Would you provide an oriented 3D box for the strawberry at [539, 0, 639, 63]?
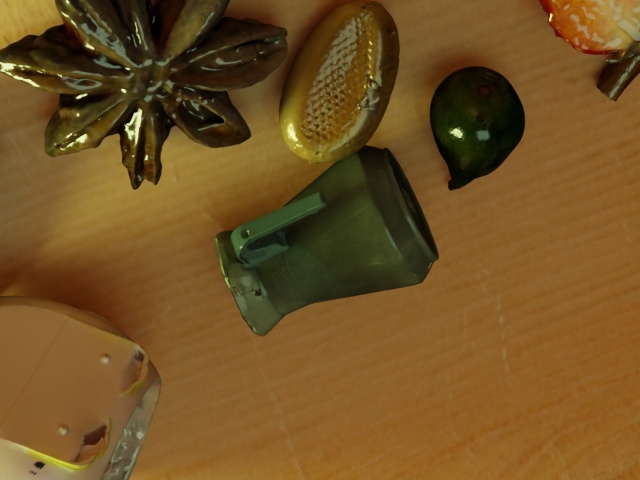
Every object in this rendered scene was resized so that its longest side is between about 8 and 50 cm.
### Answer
[{"bbox_3d":[0.319,-0.318,1.570,0.190,0.111,0.236,-17,121,21],"label":"strawberry"}]

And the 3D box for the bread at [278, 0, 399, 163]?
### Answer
[{"bbox_3d":[0.023,-0.173,1.593,0.114,0.077,0.189,26,100,8],"label":"bread"}]

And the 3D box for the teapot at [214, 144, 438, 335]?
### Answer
[{"bbox_3d":[0.000,0.000,1.646,0.225,0.171,0.203,-26,155,9],"label":"teapot"}]

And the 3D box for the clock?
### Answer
[{"bbox_3d":[-0.349,0.253,1.636,0.251,0.368,0.376,22,135,3],"label":"clock"}]

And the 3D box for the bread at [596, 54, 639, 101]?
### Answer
[{"bbox_3d":[0.354,-0.201,1.691,0.036,0.047,0.083,36,108,1],"label":"bread"}]

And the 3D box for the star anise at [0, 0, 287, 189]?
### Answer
[{"bbox_3d":[-0.184,-0.193,1.515,0.315,0.108,0.315,-5,121,-9],"label":"star anise"}]

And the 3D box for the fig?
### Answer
[{"bbox_3d":[0.176,-0.117,1.664,0.117,0.117,0.177,-14,147,-6],"label":"fig"}]
